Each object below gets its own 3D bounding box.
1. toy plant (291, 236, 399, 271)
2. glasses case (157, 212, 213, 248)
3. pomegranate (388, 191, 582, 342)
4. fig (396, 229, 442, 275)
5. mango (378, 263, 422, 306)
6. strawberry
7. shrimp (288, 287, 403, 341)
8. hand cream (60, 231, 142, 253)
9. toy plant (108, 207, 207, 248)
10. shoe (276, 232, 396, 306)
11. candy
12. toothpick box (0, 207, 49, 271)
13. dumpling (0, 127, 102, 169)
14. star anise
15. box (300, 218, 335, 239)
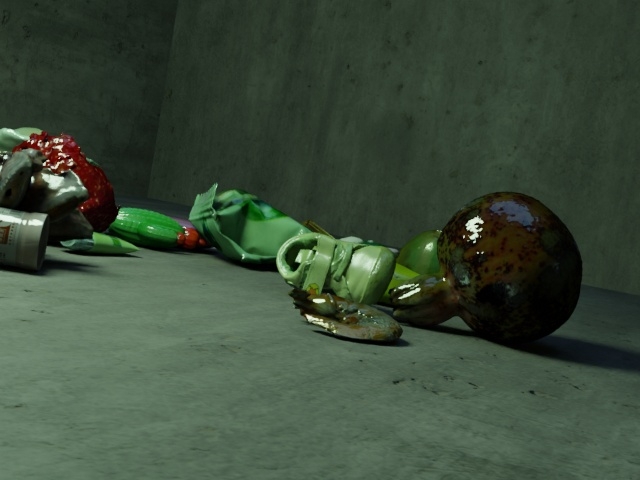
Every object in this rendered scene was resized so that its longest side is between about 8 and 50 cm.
[{"bbox_3d":[0.055,0.049,1.843,0.243,0.113,0.232,-6,-8,2],"label":"toy plant"},{"bbox_3d":[-0.415,-0.030,2.138,0.316,0.076,0.123,10,4,3],"label":"glasses case"},{"bbox_3d":[0.285,0.065,1.465,0.340,0.285,0.285,-22,6,-2],"label":"pomegranate"},{"bbox_3d":[0.256,0.060,1.852,0.181,0.191,0.181,8,39,-7],"label":"fig"},{"bbox_3d":[0.152,0.090,1.691,0.163,0.089,0.117,12,4,23],"label":"mango"},{"bbox_3d":[-0.582,-0.095,1.771,0.274,0.274,0.220,12,41,26],"label":"strawberry"},{"bbox_3d":[0.036,0.117,1.267,0.187,0.052,0.132,13,4,12],"label":"shrimp"},{"bbox_3d":[-0.466,0.004,1.711,0.095,0.046,0.175,9,1,29],"label":"hand cream"},{"bbox_3d":[-0.400,-0.022,1.992,0.240,0.088,0.154,16,0,-2],"label":"toy plant"},{"bbox_3d":[0.018,0.061,1.538,0.128,0.140,0.262,19,-9,-40],"label":"shoe"},{"bbox_3d":[-0.123,-0.012,2.014,0.397,0.172,0.263,18,-4,-22],"label":"candy"},{"bbox_3d":[-0.528,-0.008,1.331,0.149,0.098,0.098,10,4,-12],"label":"toothpick box"},{"bbox_3d":[-0.709,-0.175,2.002,0.212,0.270,0.320,52,-4,-7],"label":"dumpling"},{"bbox_3d":[-0.552,-0.076,1.428,0.331,0.118,0.332,2,-25,1],"label":"star anise"},{"bbox_3d":[0.000,0.000,2.067,0.133,0.023,0.090,38,-20,-16],"label":"box"}]
